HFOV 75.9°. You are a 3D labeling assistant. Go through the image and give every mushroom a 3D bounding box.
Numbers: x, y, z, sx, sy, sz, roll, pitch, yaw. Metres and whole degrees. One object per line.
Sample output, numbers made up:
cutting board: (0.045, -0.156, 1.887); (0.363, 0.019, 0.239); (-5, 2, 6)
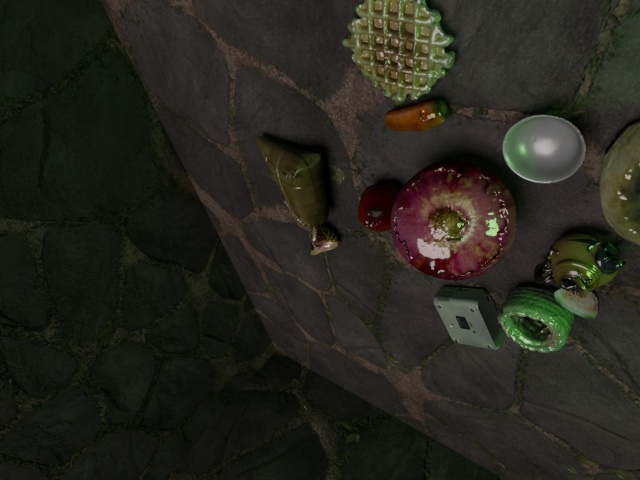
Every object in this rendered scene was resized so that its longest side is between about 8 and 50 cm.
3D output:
mushroom: (0.765, -0.114, 0.925); (0.247, 0.130, 0.344); (20, 142, 40)

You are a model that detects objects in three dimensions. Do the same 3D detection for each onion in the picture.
onion: (0.408, -0.064, 1.247); (0.358, 0.345, 0.358); (15, 113, 39)

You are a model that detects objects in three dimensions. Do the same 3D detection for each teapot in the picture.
teapot: (0.715, 0.079, 1.154); (0.173, 0.182, 0.269); (48, 149, -7)

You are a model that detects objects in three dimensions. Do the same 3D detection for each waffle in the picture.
waffle: (0.211, -0.536, 1.127); (0.309, 0.056, 0.292); (48, 148, -8)

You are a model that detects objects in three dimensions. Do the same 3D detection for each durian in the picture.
durian: (-0.001, -0.002, 1.920); (0.165, 0.132, 0.182); (34, 160, 37)

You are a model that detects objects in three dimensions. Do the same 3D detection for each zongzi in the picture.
zongzi: (-0.112, -0.217, 1.771); (0.418, 0.181, 0.447); (35, 148, 39)

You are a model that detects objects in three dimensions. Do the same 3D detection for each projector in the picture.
projector: (0.588, 0.307, 1.630); (0.198, 0.108, 0.250); (-1, 127, 50)

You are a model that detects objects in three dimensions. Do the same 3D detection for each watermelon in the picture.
watermelon: (0.803, 0.178, 1.283); (0.094, 0.081, 0.180); (-23, 126, 39)

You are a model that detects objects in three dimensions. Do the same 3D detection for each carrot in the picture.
carrot: (0.284, -0.364, 1.222); (0.193, 0.087, 0.087); (0, 128, 50)

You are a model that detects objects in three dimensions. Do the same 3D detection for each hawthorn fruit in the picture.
hawthorn fruit: (0.218, -0.108, 1.481); (0.185, 0.202, 0.185); (22, 136, 22)

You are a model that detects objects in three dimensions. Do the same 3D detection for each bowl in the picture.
bowl: (0.568, -0.247, 1.034); (0.189, 0.086, 0.189); (27, 144, 22)

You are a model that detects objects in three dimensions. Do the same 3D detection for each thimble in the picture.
thimble: (0.722, 0.259, 1.384); (0.219, 0.150, 0.219); (28, 145, 22)
